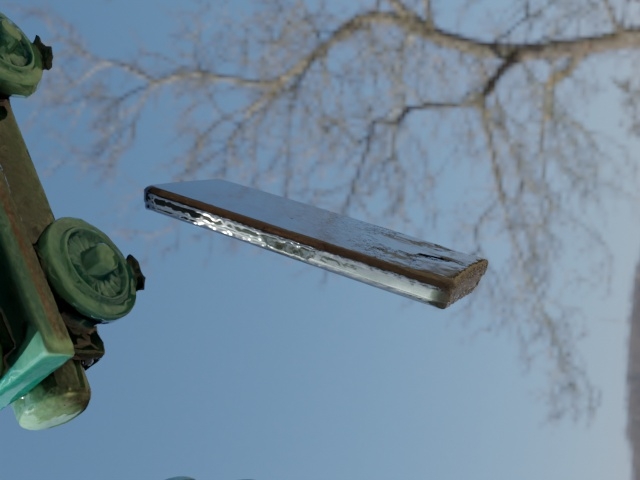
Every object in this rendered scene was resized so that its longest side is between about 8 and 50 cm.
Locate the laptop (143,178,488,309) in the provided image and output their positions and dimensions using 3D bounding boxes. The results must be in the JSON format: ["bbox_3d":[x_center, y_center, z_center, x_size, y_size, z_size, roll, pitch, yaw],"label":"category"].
[{"bbox_3d":[0.000,0.000,0.893,0.154,0.207,0.026,-19,-55,-74],"label":"laptop"}]

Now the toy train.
[{"bbox_3d":[-0.224,-0.033,0.758,0.194,0.120,0.298,13,-134,-58],"label":"toy train"}]

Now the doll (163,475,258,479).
[{"bbox_3d":[-0.118,0.219,1.033,0.158,0.159,0.059,-5,-91,-37],"label":"doll"}]
